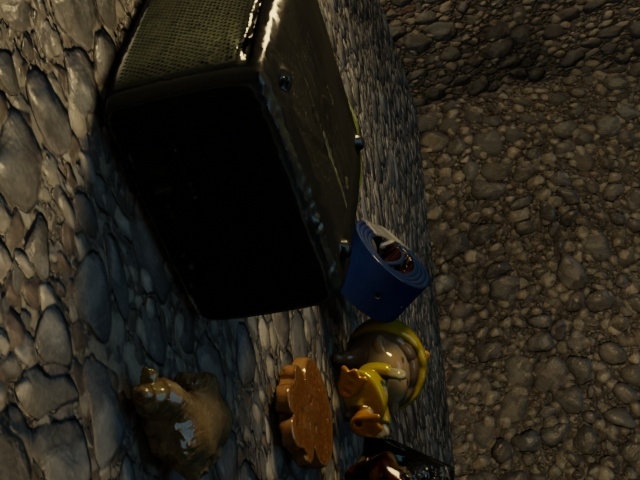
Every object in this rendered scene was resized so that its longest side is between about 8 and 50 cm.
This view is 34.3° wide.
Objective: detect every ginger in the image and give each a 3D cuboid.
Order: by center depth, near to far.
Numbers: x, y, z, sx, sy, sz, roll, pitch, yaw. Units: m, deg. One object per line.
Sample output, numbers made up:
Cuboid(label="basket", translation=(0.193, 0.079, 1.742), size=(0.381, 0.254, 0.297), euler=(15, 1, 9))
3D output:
Cuboid(label="ginger", translation=(-0.163, 0.221, 1.248), size=(0.213, 0.074, 0.138), euler=(42, 31, -76))

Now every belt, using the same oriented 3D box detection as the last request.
Cuboid(label="belt", translation=(0.123, 0.066, 2.257), size=(0.212, 0.117, 0.347), euler=(42, 13, 5))

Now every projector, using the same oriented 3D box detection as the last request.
Cuboid(label="projector", translation=(-0.096, -0.157, 1.450), size=(0.405, 0.242, 0.395), euler=(-82, 159, -51))

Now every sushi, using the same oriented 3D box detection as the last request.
Cuboid(label="sushi", translation=(0.132, 0.512, 1.938), size=(0.212, 0.215, 0.227), euler=(18, 89, -52))

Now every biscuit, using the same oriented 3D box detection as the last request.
Cuboid(label="biscuit", translation=(-0.030, 0.308, 1.825), size=(0.288, 0.044, 0.202), euler=(10, 70, -75))

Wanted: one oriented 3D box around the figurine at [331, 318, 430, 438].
Cuboid(label="figurine", translation=(0.120, 0.288, 2.208), size=(0.343, 0.187, 0.215), euler=(-33, 122, -70))

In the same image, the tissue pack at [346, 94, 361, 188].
Cuboid(label="tissue pack", translation=(-0.035, -0.226, 1.934), size=(0.275, 0.167, 0.200), euler=(57, 25, -58))
